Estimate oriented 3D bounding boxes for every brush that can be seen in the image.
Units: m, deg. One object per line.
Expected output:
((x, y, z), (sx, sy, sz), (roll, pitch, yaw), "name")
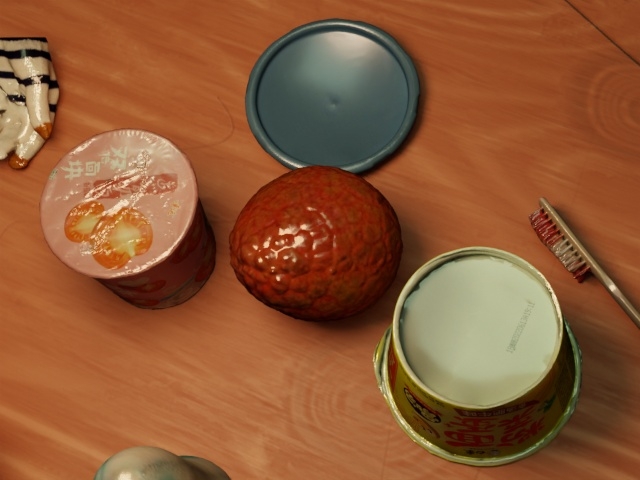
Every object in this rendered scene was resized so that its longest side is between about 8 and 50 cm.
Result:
((0.421, 0.069, 1.889), (0.050, 0.060, 0.321), (-39, 68, 6), "brush")

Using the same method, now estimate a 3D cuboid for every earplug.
((-0.232, 0.358, 1.731), (0.185, 0.324, 0.185), (-3, 69, 8), "earplug")

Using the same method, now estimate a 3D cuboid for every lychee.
((0.000, 0.000, 1.891), (0.255, 0.255, 0.300), (28, 42, 18), "lychee")

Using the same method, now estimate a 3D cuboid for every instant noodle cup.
((0.223, 0.154, 1.797), (0.311, 0.221, 0.311), (-3, 68, 8), "instant noodle cup")
((-0.281, -0.017, 1.935), (0.243, 0.231, 0.243), (-3, 68, 8), "instant noodle cup")

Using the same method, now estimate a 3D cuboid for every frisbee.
((0.021, -0.231, 2.069), (0.290, 0.049, 0.289), (-2, 71, 5), "frisbee")

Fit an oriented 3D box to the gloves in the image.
((-0.508, -0.234, 2.126), (0.140, 0.131, 0.218), (1, 100, 7), "gloves")
